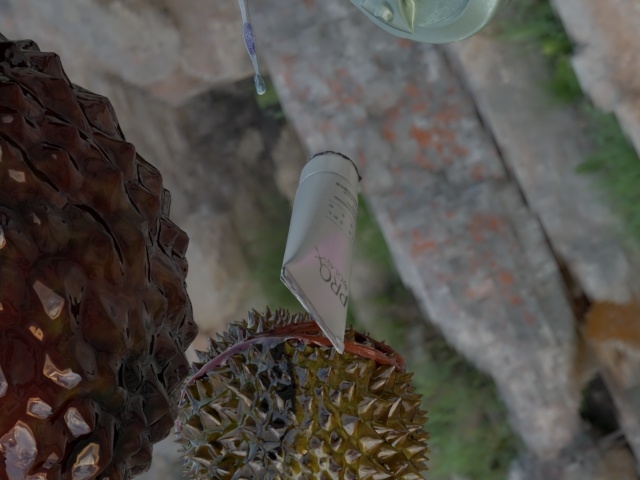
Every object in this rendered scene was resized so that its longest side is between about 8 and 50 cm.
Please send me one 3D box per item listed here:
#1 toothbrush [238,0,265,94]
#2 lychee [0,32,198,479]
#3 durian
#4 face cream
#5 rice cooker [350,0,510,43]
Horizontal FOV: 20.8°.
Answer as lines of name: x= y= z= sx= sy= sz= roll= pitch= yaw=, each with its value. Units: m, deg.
toothbrush: x=-0.064 y=-0.184 z=1.576 sx=0.013 sy=0.011 sz=0.131 roll=65 pitch=-169 yaw=-55
lychee: x=-0.280 y=0.069 z=1.202 sx=0.500 sy=0.424 sz=0.424 roll=63 pitch=158 yaw=-11
durian: x=-0.029 y=0.264 z=2.229 sx=0.384 sy=0.347 sz=0.347 roll=62 pitch=157 yaw=17
face cream: x=0.000 y=0.000 z=1.551 sx=0.092 sy=0.058 sz=0.244 roll=52 pitch=-159 yaw=-23
rice cooker: x=0.155 y=-0.404 z=2.131 sx=0.288 sy=0.277 sz=0.288 roll=22 pitch=137 yaw=23
